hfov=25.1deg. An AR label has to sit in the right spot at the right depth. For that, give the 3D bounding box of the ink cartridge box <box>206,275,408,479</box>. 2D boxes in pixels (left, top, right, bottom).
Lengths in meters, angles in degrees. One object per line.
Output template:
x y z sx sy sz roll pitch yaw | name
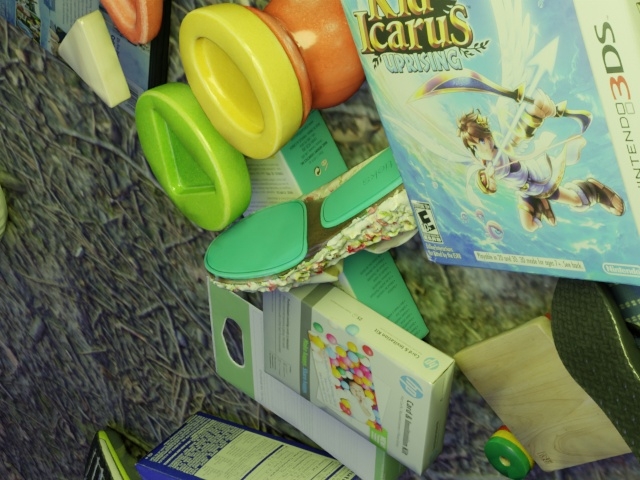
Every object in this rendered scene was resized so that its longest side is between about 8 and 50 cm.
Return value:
-0.009 0.133 1.460 0.235 0.056 0.171 34 146 27 | ink cartridge box

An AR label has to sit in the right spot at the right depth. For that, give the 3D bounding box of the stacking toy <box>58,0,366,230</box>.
-0.092 -0.174 1.173 0.309 0.130 0.279 51 154 16 | stacking toy

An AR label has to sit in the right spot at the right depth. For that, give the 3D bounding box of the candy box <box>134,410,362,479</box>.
-0.035 0.359 1.682 0.317 0.122 0.268 10 132 47 | candy box

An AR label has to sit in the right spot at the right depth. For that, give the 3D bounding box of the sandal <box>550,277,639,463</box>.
0.217 0.094 1.006 0.179 0.040 0.067 62 142 29 | sandal

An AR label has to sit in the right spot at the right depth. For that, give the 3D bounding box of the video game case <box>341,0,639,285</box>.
0.138 -0.095 0.958 0.269 0.061 0.244 5 118 54 | video game case

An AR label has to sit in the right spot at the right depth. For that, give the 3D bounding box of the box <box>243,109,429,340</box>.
0.000 0.000 1.291 0.100 0.060 0.244 2 127 49 | box

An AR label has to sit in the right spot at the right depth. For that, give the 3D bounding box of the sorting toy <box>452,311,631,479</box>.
0.200 0.118 1.190 0.132 0.046 0.274 50 150 -4 | sorting toy

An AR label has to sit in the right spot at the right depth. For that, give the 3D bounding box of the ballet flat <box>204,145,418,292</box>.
0.014 -0.005 1.179 0.241 0.091 0.077 -25 134 30 | ballet flat

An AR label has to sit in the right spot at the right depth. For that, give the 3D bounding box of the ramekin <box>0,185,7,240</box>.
-0.508 -0.061 1.790 0.273 0.127 0.273 31 145 25 | ramekin

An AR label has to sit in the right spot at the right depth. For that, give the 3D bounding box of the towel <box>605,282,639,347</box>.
0.273 0.026 0.955 0.336 0.040 0.243 63 150 0 | towel

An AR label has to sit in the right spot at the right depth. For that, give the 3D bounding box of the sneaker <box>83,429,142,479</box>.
-0.224 0.370 1.941 0.300 0.121 0.111 51 132 34 | sneaker

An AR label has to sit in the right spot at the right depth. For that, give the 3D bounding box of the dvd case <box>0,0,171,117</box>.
-0.242 -0.235 1.365 0.253 0.022 0.180 38 147 17 | dvd case

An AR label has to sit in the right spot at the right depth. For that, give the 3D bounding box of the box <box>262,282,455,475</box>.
0.030 0.112 1.284 0.186 0.038 0.145 31 145 23 | box
